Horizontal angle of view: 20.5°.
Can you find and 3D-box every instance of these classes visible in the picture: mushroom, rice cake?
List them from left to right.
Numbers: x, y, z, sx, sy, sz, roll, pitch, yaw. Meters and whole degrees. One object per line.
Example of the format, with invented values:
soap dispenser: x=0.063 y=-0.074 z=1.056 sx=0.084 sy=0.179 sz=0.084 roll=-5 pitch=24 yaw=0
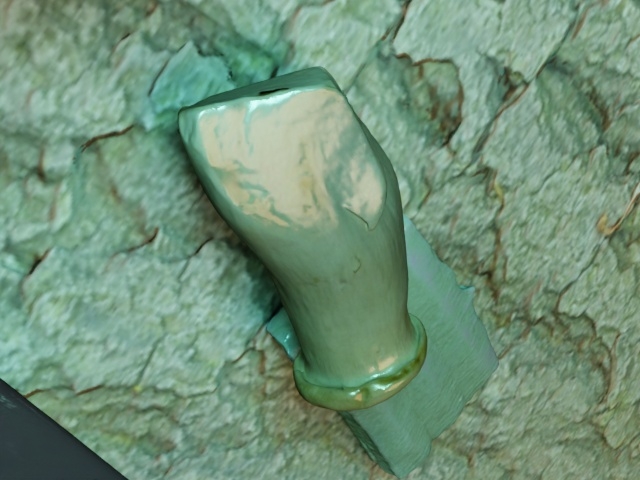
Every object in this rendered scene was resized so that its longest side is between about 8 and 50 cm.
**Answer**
mushroom: x=0.000 y=-0.010 z=0.985 sx=0.247 sy=0.096 sz=0.108 roll=67 pitch=22 yaw=-43
rice cake: x=0.049 y=0.069 z=1.179 sx=0.127 sy=0.043 sz=0.237 roll=-50 pitch=147 yaw=-7

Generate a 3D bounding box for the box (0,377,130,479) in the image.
box: x=-0.200 y=0.214 z=0.891 sx=0.193 sy=0.167 sz=0.294 roll=-12 pitch=129 yaw=-44
